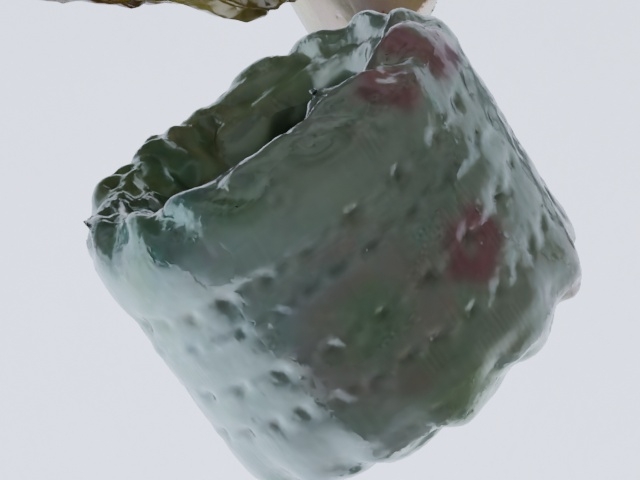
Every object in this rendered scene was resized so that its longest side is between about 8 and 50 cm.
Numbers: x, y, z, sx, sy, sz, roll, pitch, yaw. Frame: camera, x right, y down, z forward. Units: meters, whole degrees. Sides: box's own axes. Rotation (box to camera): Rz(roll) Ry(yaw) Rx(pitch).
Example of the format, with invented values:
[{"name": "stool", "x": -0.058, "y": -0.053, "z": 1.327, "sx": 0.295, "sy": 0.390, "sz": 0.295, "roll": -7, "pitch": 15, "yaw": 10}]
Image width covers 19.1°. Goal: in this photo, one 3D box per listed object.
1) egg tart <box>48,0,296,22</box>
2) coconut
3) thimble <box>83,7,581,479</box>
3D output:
[{"name": "egg tart", "x": -0.121, "y": -0.187, "z": 0.853, "sx": 0.290, "sy": 0.115, "sz": 0.290, "roll": 13, "pitch": -161, "yaw": -5}, {"name": "coconut", "x": 0.035, "y": -0.198, "z": 1.453, "sx": 0.116, "sy": 0.122, "sz": 0.116, "roll": -26, "pitch": -153, "yaw": 14}, {"name": "thimble", "x": 0.000, "y": 0.000, "z": 0.834, "sx": 0.185, "sy": 0.211, "sz": 0.149, "roll": -42, "pitch": -72, "yaw": -21}]
